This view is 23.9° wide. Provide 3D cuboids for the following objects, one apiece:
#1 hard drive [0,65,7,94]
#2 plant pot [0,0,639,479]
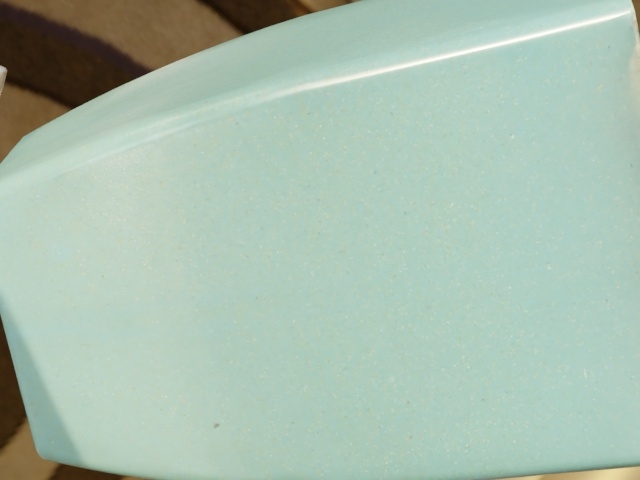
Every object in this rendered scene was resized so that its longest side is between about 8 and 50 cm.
[{"bbox_3d":[-0.388,-0.079,0.992,0.319,0.040,0.210,23,111,-1],"label":"hard drive"},{"bbox_3d":[0.000,0.000,0.584,0.234,0.166,0.165,-11,106,2],"label":"plant pot"}]
